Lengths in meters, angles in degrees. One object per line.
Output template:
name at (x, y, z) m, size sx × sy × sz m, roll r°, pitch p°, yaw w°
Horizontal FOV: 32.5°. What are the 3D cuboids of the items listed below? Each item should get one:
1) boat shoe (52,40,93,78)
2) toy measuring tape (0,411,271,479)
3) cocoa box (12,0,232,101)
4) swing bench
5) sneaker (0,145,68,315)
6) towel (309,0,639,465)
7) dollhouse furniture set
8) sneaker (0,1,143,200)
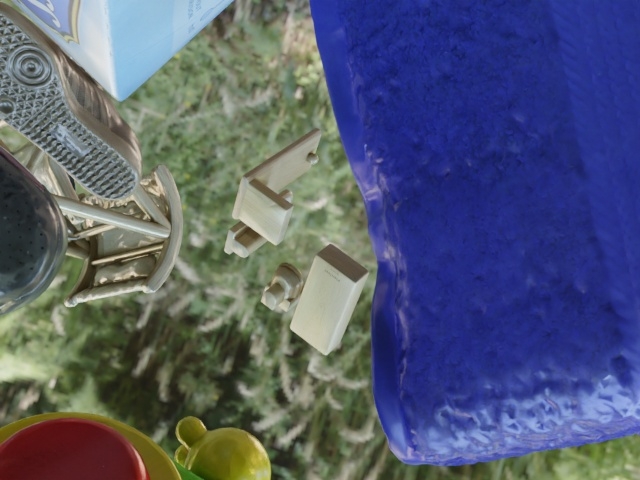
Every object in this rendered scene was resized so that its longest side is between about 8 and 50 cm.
boat shoe at (-0.160, -0.187, 0.934) m, size 0.059 × 0.170 × 0.063 m, roll 51°, pitch 168°, yaw -23°
toy measuring tape at (-0.156, 0.156, 0.434) m, size 0.330 × 0.121 × 0.121 m, roll -29°, pitch -161°, yaw -36°
cocoa box at (-0.078, -0.251, 0.404) m, size 0.228 × 0.231 × 0.347 m, roll 44°, pitch 165°, yaw 3°
swing bench at (-0.332, -0.047, 1.429) m, size 0.254 × 0.165 × 0.253 m, roll 37°, pitch 152°, yaw -28°
sneaker at (-0.249, -0.038, 0.473) m, size 0.281 × 0.106 × 0.162 m, roll 22°, pitch 174°, yaw -10°
towel at (0.137, -0.054, 0.367) m, size 0.308 × 0.228 × 0.076 m, roll -18°, pitch 167°, yaw 40°
dollhouse furniture set at (0.000, 0.000, 1.137) m, size 0.151 × 0.123 × 0.144 m, roll 36°, pitch 136°, yaw 16°
sneaker at (-0.207, -0.112, 0.849) m, size 0.066 × 0.071 × 0.188 m, roll -27°, pitch 123°, yaw 12°
